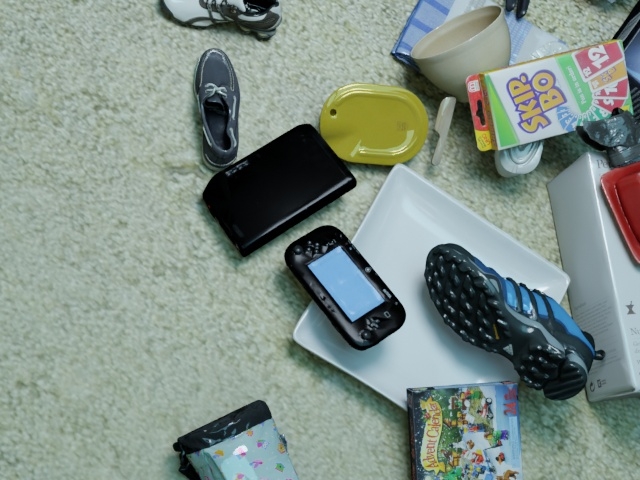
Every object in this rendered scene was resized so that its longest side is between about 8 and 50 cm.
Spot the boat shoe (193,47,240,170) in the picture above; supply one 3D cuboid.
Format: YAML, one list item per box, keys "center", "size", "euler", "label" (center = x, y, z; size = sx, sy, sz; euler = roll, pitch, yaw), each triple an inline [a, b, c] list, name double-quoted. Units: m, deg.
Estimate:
- center: [-0.156, -0.214, 1.574]
  size: [0.075, 0.065, 0.206]
  euler: [0, 73, -15]
  label: "boat shoe"

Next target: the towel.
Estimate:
- center: [0.283, -0.329, 1.745]
  size: [0.285, 0.034, 0.209]
  euler: [29, 68, -5]
  label: "towel"

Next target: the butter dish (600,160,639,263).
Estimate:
- center: [0.534, -0.063, 1.521]
  size: [0.160, 0.118, 0.160]
  euler: [-17, 77, -18]
  label: "butter dish"

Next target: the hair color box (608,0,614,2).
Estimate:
- center: [0.417, -0.601, 1.748]
  size: [0.375, 0.114, 0.185]
  euler: [30, 52, -22]
  label: "hair color box"

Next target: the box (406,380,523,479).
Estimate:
- center: [0.214, 0.328, 1.479]
  size: [0.159, 0.044, 0.233]
  euler: [-3, 88, -8]
  label: "box"

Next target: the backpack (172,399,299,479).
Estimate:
- center: [-0.102, 0.329, 1.398]
  size: [0.152, 0.115, 0.182]
  euler: [-22, 83, -23]
  label: "backpack"

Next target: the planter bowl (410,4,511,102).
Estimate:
- center: [0.241, -0.293, 1.633]
  size: [0.162, 0.162, 0.109]
  euler: [-40, 114, -22]
  label: "planter bowl"

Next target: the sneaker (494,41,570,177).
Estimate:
- center: [0.344, -0.217, 1.661]
  size: [0.090, 0.095, 0.235]
  euler: [25, 88, 2]
  label: "sneaker"

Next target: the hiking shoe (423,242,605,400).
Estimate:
- center: [0.287, 0.112, 1.539]
  size: [0.304, 0.113, 0.132]
  euler: [44, 37, 8]
  label: "hiking shoe"

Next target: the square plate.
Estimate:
- center: [0.177, 0.106, 1.576]
  size: [0.344, 0.049, 0.347]
  euler: [34, 68, -4]
  label: "square plate"

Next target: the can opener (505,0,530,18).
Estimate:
- center: [0.360, -0.476, 1.788]
  size: [0.059, 0.073, 0.186]
  euler: [27, 67, -13]
  label: "can opener"

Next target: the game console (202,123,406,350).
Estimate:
- center: [0.000, 0.000, 1.521]
  size: [0.213, 0.044, 0.361]
  euler: [-34, 72, -16]
  label: "game console"

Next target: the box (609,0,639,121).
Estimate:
- center: [0.649, -0.280, 1.750]
  size: [0.294, 0.183, 0.296]
  euler: [38, 69, -2]
  label: "box"

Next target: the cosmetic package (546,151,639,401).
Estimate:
- center: [0.522, 0.055, 1.626]
  size: [0.217, 0.156, 0.384]
  euler: [-4, 75, -15]
  label: "cosmetic package"

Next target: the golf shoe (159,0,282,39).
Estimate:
- center: [-0.156, -0.384, 1.613]
  size: [0.198, 0.094, 0.077]
  euler: [6, 73, -12]
  label: "golf shoe"

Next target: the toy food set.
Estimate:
- center: [0.100, -0.187, 1.641]
  size: [0.218, 0.071, 0.128]
  euler: [5, 96, -11]
  label: "toy food set"

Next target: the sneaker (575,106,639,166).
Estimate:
- center: [0.487, -0.175, 1.577]
  size: [0.170, 0.051, 0.089]
  euler: [-25, 90, -16]
  label: "sneaker"

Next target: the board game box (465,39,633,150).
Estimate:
- center: [0.362, -0.227, 1.587]
  size: [0.260, 0.039, 0.124]
  euler: [-15, 103, -7]
  label: "board game box"
